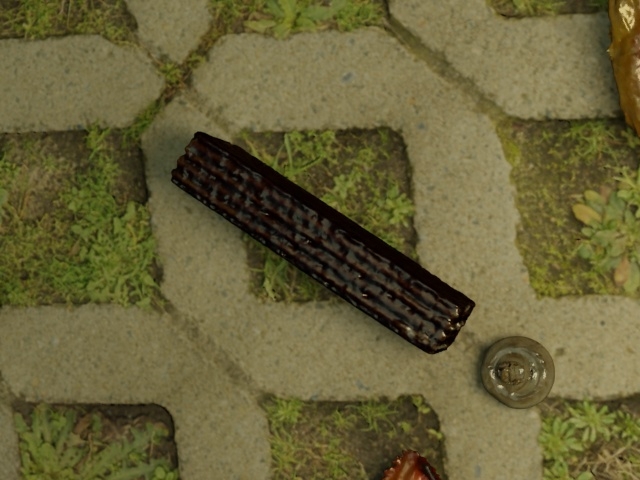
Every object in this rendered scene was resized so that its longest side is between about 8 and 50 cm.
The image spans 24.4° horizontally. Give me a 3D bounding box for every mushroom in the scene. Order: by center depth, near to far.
[{"bbox_3d":[0.221,0.149,1.674,0.085,0.079,0.085,-2,83,13],"label":"mushroom"}]

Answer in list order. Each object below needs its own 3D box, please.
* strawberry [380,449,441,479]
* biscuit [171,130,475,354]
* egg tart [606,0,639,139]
[{"bbox_3d":[0.116,0.345,1.688,0.140,0.085,0.192,-38,73,17],"label":"strawberry"},{"bbox_3d":[0.000,0.000,1.723,0.388,0.107,0.073,34,98,13],"label":"biscuit"},{"bbox_3d":[0.477,-0.227,1.593,0.339,0.153,0.352,23,93,15],"label":"egg tart"}]
